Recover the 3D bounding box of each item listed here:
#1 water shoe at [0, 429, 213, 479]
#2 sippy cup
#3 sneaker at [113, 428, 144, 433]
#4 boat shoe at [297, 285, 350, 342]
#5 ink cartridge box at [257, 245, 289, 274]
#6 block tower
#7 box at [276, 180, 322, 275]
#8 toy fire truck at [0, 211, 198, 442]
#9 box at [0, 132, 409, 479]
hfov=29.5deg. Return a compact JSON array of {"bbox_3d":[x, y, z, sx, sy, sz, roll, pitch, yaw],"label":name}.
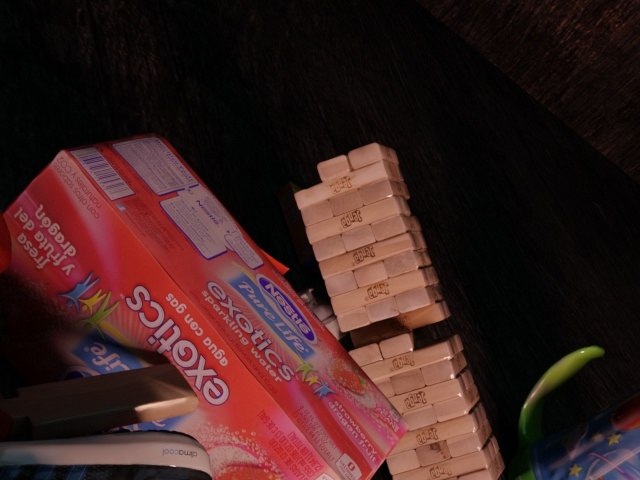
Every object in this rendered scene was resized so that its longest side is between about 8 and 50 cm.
[{"bbox_3d":[-0.151,0.150,0.636,0.203,0.073,0.080,-6,62,-16],"label":"water shoe"},{"bbox_3d":[0.364,0.265,1.324,0.305,0.224,0.240,47,21,-3],"label":"sippy cup"},{"bbox_3d":[-0.080,0.224,0.709,0.093,0.088,0.225,89,-17,-63],"label":"sneaker"},{"bbox_3d":[-0.037,0.084,1.091,0.081,0.079,0.227,43,14,9],"label":"boat shoe"},{"bbox_3d":[-0.088,0.024,1.103,0.115,0.063,0.029,35,23,-30],"label":"ink cartridge box"},{"bbox_3d":[0.074,0.085,1.118,0.097,0.090,0.336,-3,74,-75],"label":"block tower"},{"bbox_3d":[0.000,0.000,1.373,0.081,0.028,0.136,30,29,-38],"label":"box"},{"bbox_3d":[-0.214,0.041,0.738,0.246,0.158,0.217,47,17,-37],"label":"toy fire truck"},{"bbox_3d":[-0.097,0.081,0.869,0.300,0.142,0.154,49,21,4],"label":"box"}]
